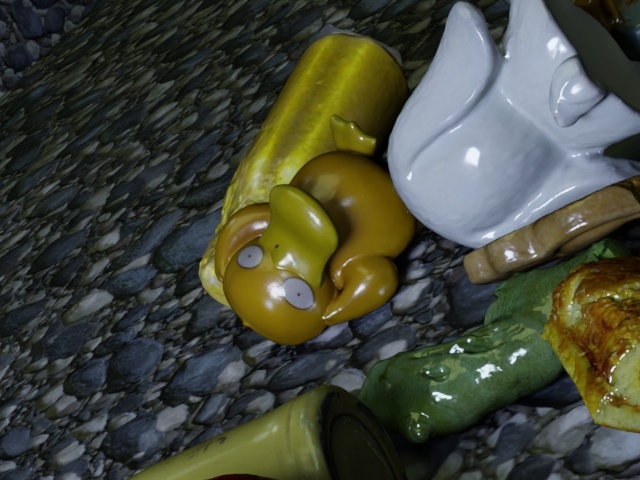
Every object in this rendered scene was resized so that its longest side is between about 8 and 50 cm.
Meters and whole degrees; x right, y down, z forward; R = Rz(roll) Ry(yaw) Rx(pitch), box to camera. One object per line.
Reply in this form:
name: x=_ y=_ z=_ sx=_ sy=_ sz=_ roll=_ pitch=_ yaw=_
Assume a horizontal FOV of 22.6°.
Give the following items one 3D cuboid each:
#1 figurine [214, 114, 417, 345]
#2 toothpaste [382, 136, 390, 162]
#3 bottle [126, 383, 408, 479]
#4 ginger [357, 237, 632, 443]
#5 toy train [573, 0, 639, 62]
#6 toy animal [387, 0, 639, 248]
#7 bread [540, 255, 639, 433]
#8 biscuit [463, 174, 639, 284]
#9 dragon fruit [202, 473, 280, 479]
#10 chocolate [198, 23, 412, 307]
figurine: x=0.005 y=-0.001 z=1.744 sx=0.215 sy=0.215 sz=0.228 roll=-10 pitch=17 yaw=44
toothpaste: x=0.145 y=-0.161 z=2.035 sx=0.057 sy=0.035 sz=0.197 roll=20 pitch=54 yaw=44
bottle: x=-0.102 y=0.263 z=1.332 sx=0.351 sy=0.171 sz=0.171 roll=-27 pitch=23 yaw=22
ginger: x=0.161 y=0.092 z=1.429 sx=0.290 sy=0.089 sz=0.137 roll=-38 pitch=40 yaw=1
toy train: x=0.425 y=-0.296 z=1.749 sx=0.369 sy=0.163 sz=0.231 roll=-38 pitch=23 yaw=-13
toy animal: x=0.184 y=-0.112 z=1.612 sx=0.265 sy=0.271 sz=0.206 roll=-38 pitch=19 yaw=25
bread: x=0.260 y=0.080 z=1.274 sx=0.132 sy=0.103 sz=0.172 roll=1 pitch=20 yaw=-6
biscuit: x=0.285 y=-0.033 z=1.491 sx=0.319 sy=0.047 sz=0.183 roll=-25 pitch=-3 yaw=-7
dragon fruit: x=-0.065 y=0.293 z=1.074 sx=0.342 sy=0.277 sz=0.277 roll=-24 pitch=24 yaw=25
chocolate: x=-0.036 y=-0.087 z=1.965 sx=0.162 sy=0.162 sz=0.445 roll=-16 pitch=29 yaw=37
